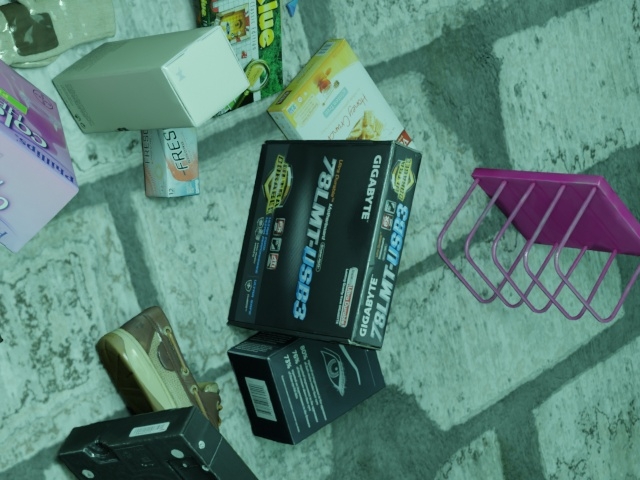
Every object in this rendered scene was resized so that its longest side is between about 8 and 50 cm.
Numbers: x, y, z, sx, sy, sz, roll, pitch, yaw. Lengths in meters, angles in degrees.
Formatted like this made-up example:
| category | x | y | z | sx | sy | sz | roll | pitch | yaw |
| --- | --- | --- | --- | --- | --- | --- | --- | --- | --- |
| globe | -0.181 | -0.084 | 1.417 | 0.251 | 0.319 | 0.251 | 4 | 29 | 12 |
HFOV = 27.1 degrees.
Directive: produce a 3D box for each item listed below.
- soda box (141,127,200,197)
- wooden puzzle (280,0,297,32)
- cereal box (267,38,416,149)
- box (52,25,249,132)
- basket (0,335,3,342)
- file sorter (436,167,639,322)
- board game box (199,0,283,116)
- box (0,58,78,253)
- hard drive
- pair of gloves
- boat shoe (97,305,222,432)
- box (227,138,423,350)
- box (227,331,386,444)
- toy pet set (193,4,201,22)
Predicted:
| category | x | y | z | sx | sy | sz | roll | pitch | yaw |
| --- | --- | --- | --- | --- | --- | --- | --- | --- | --- |
| soda box | -0.217 | -0.153 | 1.902 | 0.058 | 0.063 | 0.183 | -9 | 99 | -39 |
| wooden puzzle | -0.087 | -0.352 | 2.029 | 0.116 | 0.014 | 0.078 | 8 | 92 | -39 |
| cereal box | 0.039 | -0.178 | 2.121 | 0.173 | 0.047 | 0.240 | -52 | 122 | -24 |
| box | -0.228 | -0.209 | 1.752 | 0.113 | 0.275 | 0.094 | -42 | 118 | -30 |
| basket | -0.507 | 0.030 | 1.625 | 0.204 | 0.154 | 0.227 | -10 | 95 | -29 |
| file sorter | 0.376 | 0.013 | 2.260 | 0.202 | 0.291 | 0.182 | 46 | 68 | -32 |
| board game box | -0.116 | -0.322 | 1.944 | 0.136 | 0.030 | 0.259 | -29 | 130 | -36 |
| box | -0.423 | -0.138 | 1.605 | 0.117 | 0.243 | 0.213 | -42 | 124 | 11 |
| hard drive | -0.178 | 0.374 | 1.860 | 0.339 | 0.237 | 0.064 | 55 | 39 | -27 |
| pair of gloves | -0.390 | -0.352 | 1.761 | 0.204 | 0.042 | 0.240 | -29 | 111 | -33 |
| boat shoe | -0.189 | 0.248 | 1.920 | 0.123 | 0.123 | 0.342 | -40 | 110 | -29 |
| box | 0.000 | 0.000 | 1.943 | 0.073 | 0.293 | 0.295 | 16 | 83 | -39 |
| box | -0.018 | 0.199 | 2.061 | 0.207 | 0.108 | 0.153 | -27 | 109 | -36 |
| toy pet set | -0.161 | -0.388 | 1.950 | 0.122 | 0.065 | 0.114 | -52 | 154 | -13 |
